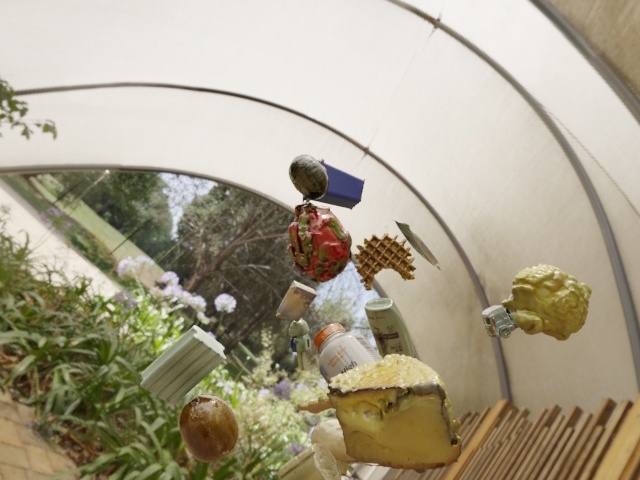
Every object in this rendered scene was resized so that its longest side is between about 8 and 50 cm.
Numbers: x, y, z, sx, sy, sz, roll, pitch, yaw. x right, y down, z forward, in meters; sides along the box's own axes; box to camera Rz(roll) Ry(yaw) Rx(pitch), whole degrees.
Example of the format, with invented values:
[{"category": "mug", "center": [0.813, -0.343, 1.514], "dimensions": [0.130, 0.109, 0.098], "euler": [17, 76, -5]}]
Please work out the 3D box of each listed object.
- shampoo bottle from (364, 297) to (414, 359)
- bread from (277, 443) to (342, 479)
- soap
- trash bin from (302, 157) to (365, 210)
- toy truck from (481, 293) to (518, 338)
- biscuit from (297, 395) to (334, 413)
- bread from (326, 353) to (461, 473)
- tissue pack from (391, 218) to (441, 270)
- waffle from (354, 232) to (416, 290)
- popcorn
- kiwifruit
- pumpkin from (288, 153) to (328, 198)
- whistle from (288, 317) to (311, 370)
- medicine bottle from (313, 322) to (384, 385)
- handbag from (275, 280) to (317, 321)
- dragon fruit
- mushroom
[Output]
[{"category": "shampoo bottle", "center": [0.274, 0.382, 1.632], "dimensions": [0.134, 0.078, 0.360], "euler": [-9, -66, 25]}, {"category": "bread", "center": [-0.023, 0.660, 1.206], "dimensions": [0.134, 0.141, 0.148], "euler": [36, 18, -51]}, {"category": "soap", "center": [-0.494, 0.453, 1.582], "dimensions": [0.160, 0.265, 0.087], "euler": [47, 2, -28]}, {"category": "trash bin", "center": [0.050, -0.215, 1.828], "dimensions": [0.234, 0.184, 0.162], "euler": [17, -16, -13]}, {"category": "toy truck", "center": [0.727, 0.259, 1.624], "dimensions": [0.108, 0.256, 0.140], "euler": [82, -14, -82]}, {"category": "biscuit", "center": [0.030, 0.685, 1.843], "dimensions": [0.153, 0.234, 0.030], "euler": [37, 36, -44]}, {"category": "bread", "center": [0.158, 0.348, 0.882], "dimensions": [0.261, 0.162, 0.205], "euler": [-9, -81, 34]}, {"category": "tissue pack", "center": [0.297, 0.007, 1.355], "dimensions": [0.193, 0.026, 0.122], "euler": [47, 2, -23]}, {"category": "waffle", "center": [0.296, 0.092, 2.063], "dimensions": [0.069, 0.292, 0.260], "euler": [119, -40, -74]}, {"category": "popcorn", "center": [0.729, 0.196, 1.395], "dimensions": [0.256, 0.254, 0.195], "euler": [56, 20, -1]}, {"category": "kiwifruit", "center": [-0.398, 0.659, 1.553], "dimensions": [0.196, 0.195, 0.234], "euler": [7, -54, 62]}, {"category": "pumpkin", "center": [-0.041, -0.223, 1.536], "dimensions": [0.167, 0.125, 0.167], "euler": [34, -10, 7]}, {"category": "whistle", "center": [-0.092, 0.448, 1.930], "dimensions": [0.091, 0.245, 0.110], "euler": [-7, -7, 17]}, {"category": "medicine bottle", "center": [0.096, 0.349, 1.143], "dimensions": [0.289, 0.157, 0.157], "euler": [46, -13, 39]}, {"category": "handbag", "center": [-0.108, 0.265, 1.852], "dimensions": [0.117, 0.173, 0.095], "euler": [28, 9, -27]}, {"category": "dragon fruit", "center": [-0.011, 0.004, 1.598], "dimensions": [0.231, 0.236, 0.303], "euler": [-163, -128, -73]}, {"category": "mushroom", "center": [0.083, 0.762, 1.613], "dimensions": [0.245, 0.203, 0.246], "euler": [9, -29, 5]}]
